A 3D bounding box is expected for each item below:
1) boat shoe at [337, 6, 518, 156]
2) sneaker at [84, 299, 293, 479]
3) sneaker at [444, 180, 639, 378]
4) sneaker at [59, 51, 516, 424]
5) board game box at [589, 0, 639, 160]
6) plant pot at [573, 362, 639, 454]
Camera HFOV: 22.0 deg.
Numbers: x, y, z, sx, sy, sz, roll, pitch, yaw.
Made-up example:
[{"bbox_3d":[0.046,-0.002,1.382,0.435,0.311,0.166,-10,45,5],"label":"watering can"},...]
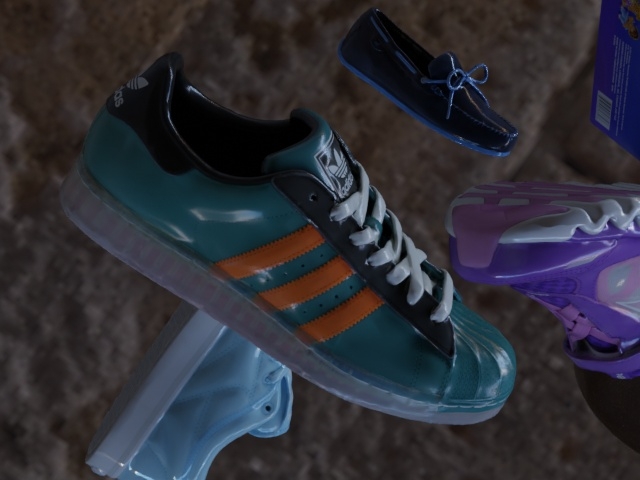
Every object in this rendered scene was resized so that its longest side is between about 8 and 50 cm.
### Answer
[{"bbox_3d":[0.139,-0.199,2.046,0.089,0.258,0.109,-60,171,21],"label":"boat shoe"},{"bbox_3d":[-0.071,0.106,1.593,0.366,0.150,0.135,-53,-167,15],"label":"sneaker"},{"bbox_3d":[0.149,0.022,0.851,0.236,0.095,0.104,1,98,-51],"label":"sneaker"},{"bbox_3d":[0.000,0.000,0.976,0.121,0.302,0.108,-57,-172,26],"label":"sneaker"},{"bbox_3d":[0.340,-0.252,1.292,0.233,0.078,0.347,-21,132,-22],"label":"board game box"},{"bbox_3d":[0.320,0.030,1.258,0.215,0.215,0.230,-53,158,-40],"label":"plant pot"}]
